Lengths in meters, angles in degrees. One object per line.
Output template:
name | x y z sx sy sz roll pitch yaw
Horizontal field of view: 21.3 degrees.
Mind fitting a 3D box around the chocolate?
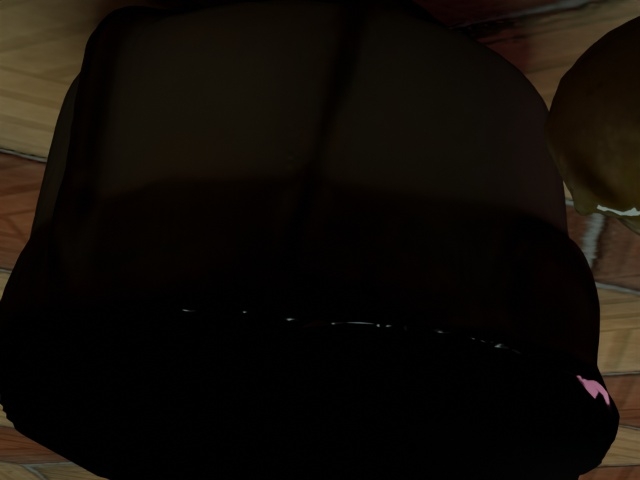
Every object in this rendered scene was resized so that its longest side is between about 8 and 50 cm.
chocolate | 0.000 0.000 0.766 0.284 0.186 0.283 6 154 3

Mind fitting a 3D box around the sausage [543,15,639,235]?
sausage | 0.334 -0.034 0.652 0.501 0.136 0.123 7 145 -2
